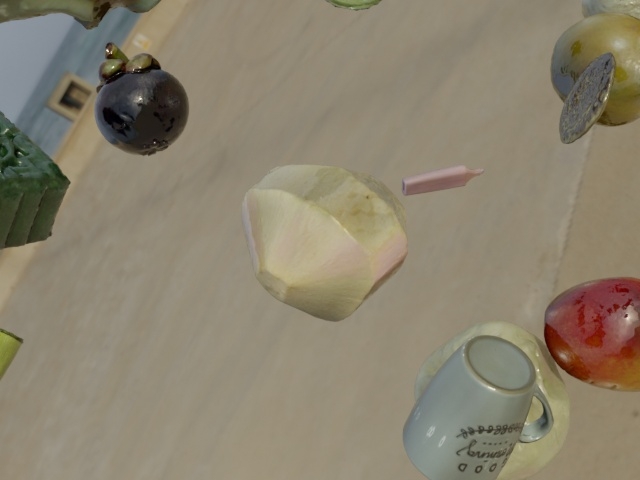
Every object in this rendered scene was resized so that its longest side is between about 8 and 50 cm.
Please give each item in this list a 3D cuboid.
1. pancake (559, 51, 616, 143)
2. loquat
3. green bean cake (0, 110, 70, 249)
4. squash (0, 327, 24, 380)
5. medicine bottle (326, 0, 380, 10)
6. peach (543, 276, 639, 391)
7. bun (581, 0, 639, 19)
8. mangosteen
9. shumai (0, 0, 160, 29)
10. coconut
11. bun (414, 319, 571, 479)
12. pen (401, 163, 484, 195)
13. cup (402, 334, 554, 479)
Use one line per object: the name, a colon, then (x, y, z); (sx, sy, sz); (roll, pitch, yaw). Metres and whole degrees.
pancake: (0.308, -0.165, 1.030); (0.115, 0.011, 0.115); (-157, 90, -78)
loquat: (0.391, -0.229, 1.196); (0.152, 0.152, 0.195); (-60, 26, 0)
green bean cake: (-0.642, -0.119, 1.556); (0.308, 0.300, 0.169); (-21, -35, -58)
squash: (-0.555, 0.233, 1.369); (0.094, 0.094, 0.224); (-11, 50, 64)
medicine bottle: (0.047, -0.431, 1.276); (0.147, 0.147, 0.143); (-40, 42, 42)
peach: (0.617, 0.183, 1.881); (0.245, 0.274, 0.248); (96, -176, -49)
bun: (0.694, -0.545, 1.777); (0.360, 0.211, 0.360); (-50, -6, -7)
mangosteen: (-0.363, -0.281, 1.753); (0.194, 0.230, 0.194); (-23, -4, -2)
shumai: (-0.197, -0.266, 0.544); (0.222, 0.203, 0.272); (35, 133, 34)
coconut: (0.000, 0.000, 1.333); (0.259, 0.259, 0.259); (-49, 23, 28)
bun: (0.375, 0.349, 1.963); (0.361, 0.361, 0.213); (-64, -22, -12)
pen: (0.277, -0.139, 1.988); (0.032, 0.197, 0.053); (-117, 20, -49)
cup: (0.299, 0.289, 1.534); (0.186, 0.258, 0.234); (-106, 29, -47)
